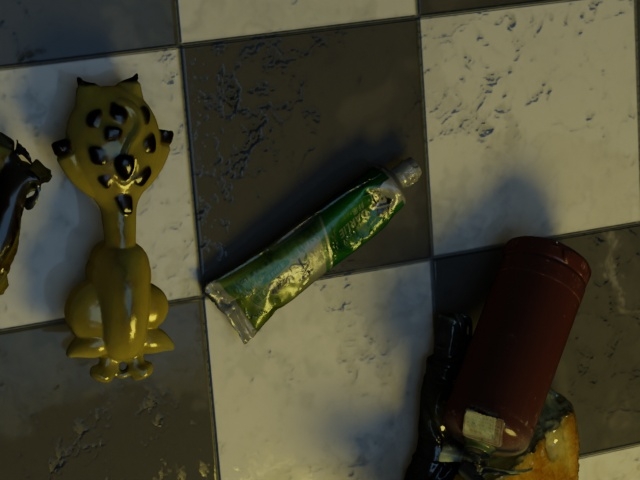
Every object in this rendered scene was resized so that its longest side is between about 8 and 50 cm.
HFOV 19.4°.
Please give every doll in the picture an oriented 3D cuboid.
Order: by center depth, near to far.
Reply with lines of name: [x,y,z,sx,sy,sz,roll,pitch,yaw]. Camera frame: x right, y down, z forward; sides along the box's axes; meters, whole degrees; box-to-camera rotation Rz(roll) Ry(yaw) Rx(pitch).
doll: [-0.191,-0.010,1.759,0.117,0.086,0.291,-5,101,-16]

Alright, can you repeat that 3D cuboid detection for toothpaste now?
toothpaste: [0.000,0.000,1.860,0.248,0.047,0.078,-38,110,-8]

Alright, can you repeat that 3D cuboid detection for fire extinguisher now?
fire extinguisher: [0.193,0.132,1.881,0.105,0.105,0.269,35,64,-24]

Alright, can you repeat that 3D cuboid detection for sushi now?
sushi: [-0.355,0.031,1.695,0.131,0.139,0.291,33,87,-4]

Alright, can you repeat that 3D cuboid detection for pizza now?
pizza: [0.168,0.286,1.927,0.288,0.075,0.280,1,101,-48]

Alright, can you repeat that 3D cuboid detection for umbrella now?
umbrella: [0.125,0.189,1.942,0.066,0.059,0.235,-5,106,-45]
